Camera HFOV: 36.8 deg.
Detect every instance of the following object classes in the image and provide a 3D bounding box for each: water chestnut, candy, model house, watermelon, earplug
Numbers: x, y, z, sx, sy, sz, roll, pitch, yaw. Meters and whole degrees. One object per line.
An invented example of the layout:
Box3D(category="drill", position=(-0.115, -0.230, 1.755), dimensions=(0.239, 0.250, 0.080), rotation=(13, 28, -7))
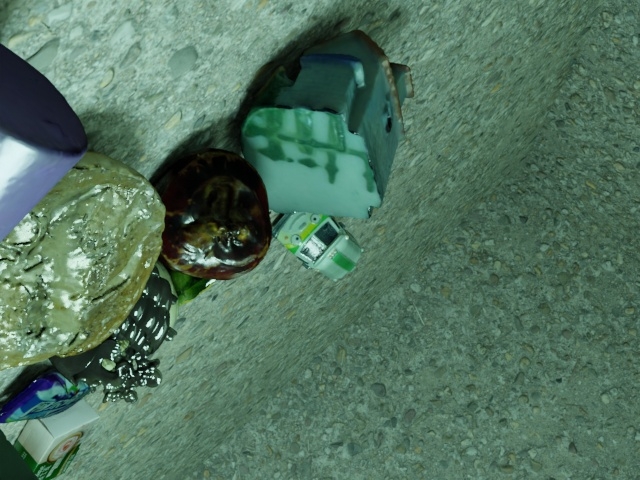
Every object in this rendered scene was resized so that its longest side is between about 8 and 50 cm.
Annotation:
Box3D(category="water chestnut", position=(-0.178, -0.037, 1.601), dimensions=(0.223, 0.224, 0.238), rotation=(-41, -164, -20))
Box3D(category="candy", position=(-0.510, 0.291, 1.849), dimensions=(0.145, 0.070, 0.275), rotation=(-41, 168, 14))
Box3D(category="model house", position=(0.032, -0.247, 1.727), dimensions=(0.329, 0.251, 0.295), rotation=(-63, 151, -32))
Box3D(category="watermelon", position=(-0.226, 0.023, 1.788), dimensions=(0.232, 0.127, 0.204), rotation=(-38, -169, 42))
Box3D(category="earplug", position=(-0.461, -0.005, 0.998), dimensions=(0.456, 0.215, 0.215), rotation=(-46, 165, 14))

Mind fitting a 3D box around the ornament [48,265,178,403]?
Box3D(category="ornament", position=(-0.335, 0.131, 1.540), dimensions=(0.251, 0.260, 0.106), rotation=(-49, -167, 7))

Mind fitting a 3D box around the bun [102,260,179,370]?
Box3D(category="bun", position=(-0.357, 0.117, 1.677), dimensions=(0.229, 0.145, 0.229), rotation=(-10, 117, -21))

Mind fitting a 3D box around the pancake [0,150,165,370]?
Box3D(category="pancake", position=(-0.386, 0.032, 1.346), dimensions=(0.387, 0.082, 0.387), rotation=(-24, 141, -21))

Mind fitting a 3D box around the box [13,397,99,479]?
Box3D(category="box", position=(-0.567, 0.424, 2.009), dimensions=(0.135, 0.081, 0.199), rotation=(-21, 148, -58))

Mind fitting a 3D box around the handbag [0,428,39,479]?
Box3D(category="handbag", position=(-0.573, 0.353, 1.488), dimensions=(0.079, 0.247, 0.260), rotation=(-43, 167, 10))

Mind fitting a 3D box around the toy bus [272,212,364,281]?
Box3D(category="toy bus", position=(0.000, 0.000, 2.282), dimensions=(0.134, 0.164, 0.276), rotation=(-48, 165, 2))
